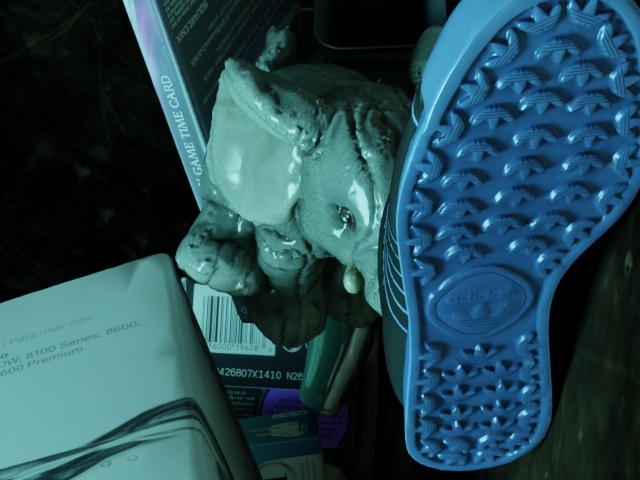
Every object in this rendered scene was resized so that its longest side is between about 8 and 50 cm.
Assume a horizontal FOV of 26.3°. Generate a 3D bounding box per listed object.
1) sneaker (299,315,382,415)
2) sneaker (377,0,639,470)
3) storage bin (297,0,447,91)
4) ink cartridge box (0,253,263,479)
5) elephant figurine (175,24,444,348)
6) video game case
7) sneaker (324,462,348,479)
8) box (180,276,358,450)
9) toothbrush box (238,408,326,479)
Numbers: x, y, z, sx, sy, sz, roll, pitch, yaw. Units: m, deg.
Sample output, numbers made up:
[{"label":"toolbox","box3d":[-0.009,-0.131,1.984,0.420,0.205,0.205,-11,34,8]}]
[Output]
[{"label":"sneaker","box3d":[0.000,0.000,1.066,0.107,0.110,0.275,105,169,-73]},{"label":"sneaker","box3d":[0.056,-0.017,0.487,0.232,0.081,0.090,97,168,-46]},{"label":"storage bin","box3d":[0.035,-0.140,0.926,0.091,0.098,0.135,84,-175,-47]},{"label":"ink cartridge box","box3d":[-0.092,0.236,0.705,0.395,0.166,0.285,-110,2,-57]},{"label":"elephant figurine","box3d":[0.022,-0.038,0.721,0.169,0.186,0.239,-51,4,-20]},{"label":"video game case","box3d":[-0.046,-0.113,0.885,0.196,0.026,0.274,-63,-35,-47]},{"label":"sneaker","box3d":[-0.014,0.236,1.193,0.237,0.085,0.086,101,166,-82]},{"label":"box","box3d":[-0.055,0.127,1.293,0.270,0.165,0.143,116,158,-78]},{"label":"toothbrush box","box3d":[-0.131,0.256,1.004,0.126,0.296,0.216,-125,26,-87]}]
